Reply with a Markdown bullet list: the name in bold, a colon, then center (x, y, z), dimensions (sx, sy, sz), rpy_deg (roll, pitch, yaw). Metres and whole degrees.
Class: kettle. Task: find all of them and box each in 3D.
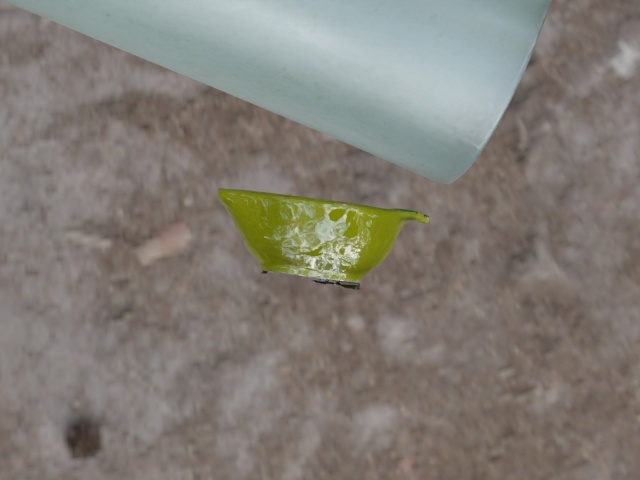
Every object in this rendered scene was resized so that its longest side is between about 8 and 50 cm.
- **kettle**: center (-0.040, -0.234, 1.422), dimensions (0.377, 0.361, 0.250), rpy_deg (19, 104, -10)

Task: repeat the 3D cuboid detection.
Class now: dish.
- **dish**: center (0.000, 0.000, 1.722), dimensions (0.208, 0.149, 0.080), rpy_deg (8, 91, -17)
